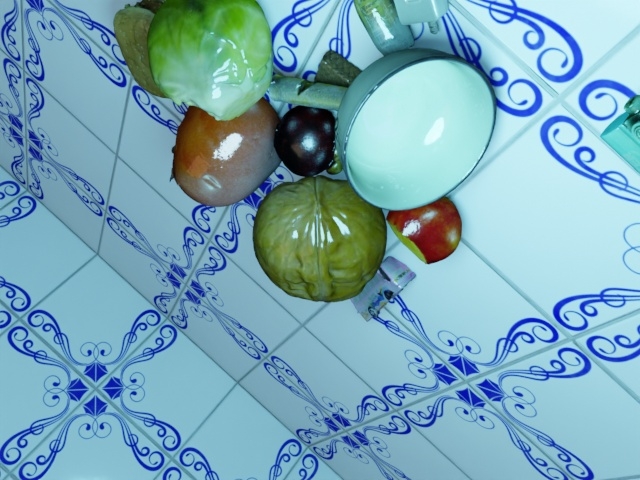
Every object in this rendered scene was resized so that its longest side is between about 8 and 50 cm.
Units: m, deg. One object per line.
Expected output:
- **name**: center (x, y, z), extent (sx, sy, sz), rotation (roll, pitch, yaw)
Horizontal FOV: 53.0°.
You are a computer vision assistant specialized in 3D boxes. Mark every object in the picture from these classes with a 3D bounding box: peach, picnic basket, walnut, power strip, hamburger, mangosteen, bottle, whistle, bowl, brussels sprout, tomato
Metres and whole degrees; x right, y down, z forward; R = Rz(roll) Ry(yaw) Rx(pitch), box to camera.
- **peach**: center (0.256, -0.029, 1.613), extent (0.190, 0.192, 0.190), rotation (39, 136, 49)
- **picnic basket**: center (0.067, -0.368, 1.557), extent (0.193, 0.055, 0.110), rotation (40, 147, 8)
- **walnut**: center (0.000, 0.000, 1.683), extent (0.398, 0.353, 0.308), rotation (75, -178, -64)
- **power strip**: center (0.170, -0.554, 1.237), extent (0.098, 0.058, 0.338), rotation (8, 134, 40)
- **hamburger**: center (-0.462, -0.543, 1.830), extent (0.259, 0.144, 0.283), rotation (17, 133, 38)
- **mangosteen**: center (-0.007, -0.251, 1.666), extent (0.230, 0.194, 0.194), rotation (16, 146, -6)
- **bottle**: center (0.104, -0.509, 1.337), extent (0.083, 0.083, 0.270), rotation (-11, 117, 51)
- **whistle**: center (0.011, -0.345, 1.539), extent (0.326, 0.057, 0.068), rotation (19, 140, 32)
- **bowl**: center (0.177, -0.258, 1.371), extent (0.185, 0.353, 0.354), rotation (-120, 14, -46)
- **brussels sprout**: center (-0.259, -0.462, 1.569), extent (0.343, 0.268, 0.345), rotation (1, 92, 24)
- **tomato**: center (-0.251, -0.251, 1.778), extent (0.272, 0.342, 0.342), rotation (19, 142, 9)

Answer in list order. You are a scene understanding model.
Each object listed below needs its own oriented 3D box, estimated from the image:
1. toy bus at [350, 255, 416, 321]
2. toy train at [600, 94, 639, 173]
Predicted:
- **toy bus**: center (0.187, 0.153, 1.985), extent (0.112, 0.090, 0.274), rotation (47, 146, 9)
- **toy train**: center (0.635, -0.159, 1.182), extent (0.248, 0.101, 0.159), rotation (44, 162, -1)
